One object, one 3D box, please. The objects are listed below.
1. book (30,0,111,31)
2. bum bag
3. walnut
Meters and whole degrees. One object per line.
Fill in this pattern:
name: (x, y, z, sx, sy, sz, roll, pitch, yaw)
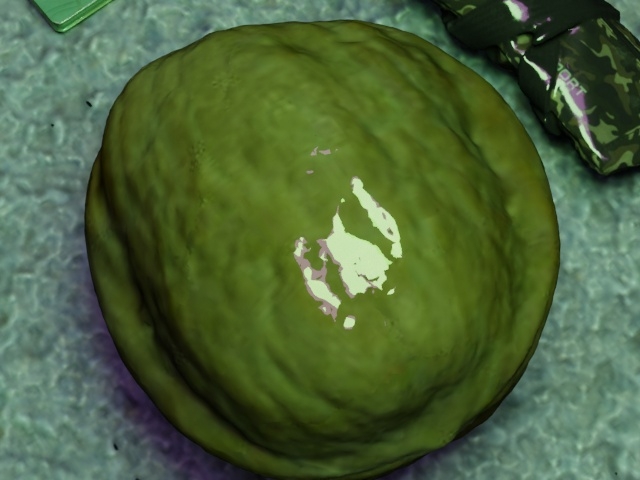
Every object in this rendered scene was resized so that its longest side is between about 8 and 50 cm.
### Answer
book: (-0.177, -0.210, 1.232, 0.103, 0.017, 0.135, -37, 75, -17)
bum bag: (0.146, -0.130, 1.183, 0.248, 0.069, 0.102, 43, 37, 15)
walnut: (0.000, 0.000, 1.045, 0.282, 0.227, 0.283, -3, 71, 9)
